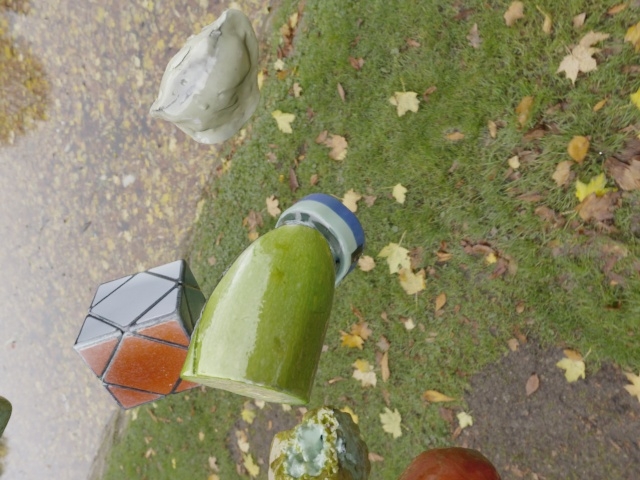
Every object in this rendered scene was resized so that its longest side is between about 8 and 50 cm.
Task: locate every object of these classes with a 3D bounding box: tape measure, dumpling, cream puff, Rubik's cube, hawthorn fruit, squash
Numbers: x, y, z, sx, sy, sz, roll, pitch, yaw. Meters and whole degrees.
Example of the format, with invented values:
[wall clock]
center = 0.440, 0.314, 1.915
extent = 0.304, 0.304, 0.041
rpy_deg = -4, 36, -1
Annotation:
[tape measure]
center = -0.001, 0.002, 1.197
extent = 0.259, 0.138, 0.262
rpy_deg = 41, 145, 7
[dumpling]
center = -0.238, -0.352, 0.964
extent = 0.318, 0.243, 0.187
rpy_deg = -39, 48, 17
[cream puff]
center = -0.001, 0.664, 1.193
extent = 0.270, 0.323, 0.274
rpy_deg = -31, 115, 21
[Rubik's cube]
center = -0.354, 0.195, 0.884
extent = 0.208, 0.205, 0.205
rpy_deg = -18, 122, -2
[hawthorn fruit]
center = 0.284, 0.623, 0.919
extent = 0.295, 0.295, 0.311
rpy_deg = 30, 89, 26
[squash]
center = -0.091, 0.126, 0.776
extent = 0.210, 0.234, 0.308
rpy_deg = -26, 45, 49

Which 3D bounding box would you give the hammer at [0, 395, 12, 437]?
[hammer]
center = -0.747, 0.431, 0.826
extent = 0.305, 0.113, 0.201
rpy_deg = -21, 49, 67
